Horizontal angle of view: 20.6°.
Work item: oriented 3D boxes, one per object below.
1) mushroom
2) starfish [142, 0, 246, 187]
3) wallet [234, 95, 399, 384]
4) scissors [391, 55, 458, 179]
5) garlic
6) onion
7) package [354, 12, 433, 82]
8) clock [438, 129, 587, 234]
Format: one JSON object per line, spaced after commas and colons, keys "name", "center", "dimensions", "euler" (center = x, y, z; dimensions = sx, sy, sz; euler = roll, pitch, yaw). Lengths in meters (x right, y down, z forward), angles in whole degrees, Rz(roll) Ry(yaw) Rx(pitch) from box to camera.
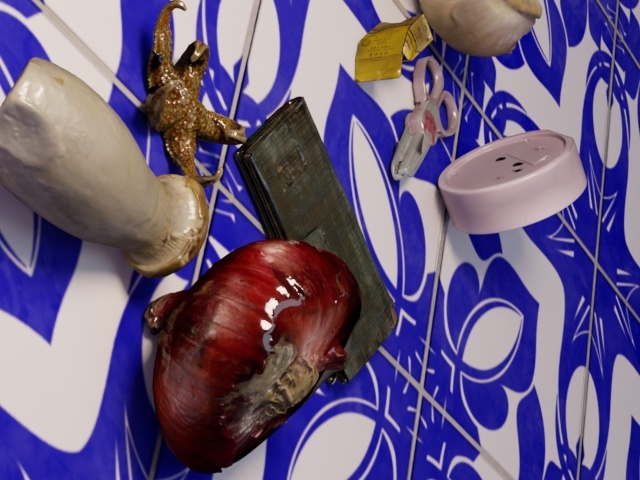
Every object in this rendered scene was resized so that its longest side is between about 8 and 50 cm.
{"name": "mushroom", "center": [-0.216, -0.064, 1.665], "dimensions": [0.350, 0.128, 0.128], "euler": [39, 48, -58]}
{"name": "starfish", "center": [-0.146, -0.156, 1.871], "dimensions": [0.146, 0.074, 0.190], "euler": [-47, 121, -56]}
{"name": "wallet", "center": [0.001, 0.000, 2.105], "dimensions": [0.169, 0.044, 0.317], "euler": [-48, 122, -52]}
{"name": "scissors", "center": [0.139, -0.153, 2.403], "dimensions": [0.118, 0.030, 0.242], "euler": [63, 30, -27]}
{"name": "garlic", "center": [0.221, -0.420, 2.445], "dimensions": [0.286, 0.249, 0.313], "euler": [41, 28, -32]}
{"name": "onion", "center": [-0.085, 0.102, 1.800], "dimensions": [0.272, 0.195, 0.272], "euler": [-48, 163, -20]}
{"name": "package", "center": [0.093, -0.255, 2.316], "dimensions": [0.131, 0.071, 0.047], "euler": [-47, 127, -52]}
{"name": "clock", "center": [0.265, -0.082, 2.431], "dimensions": [0.197, 0.196, 0.068], "euler": [-49, 124, -54]}
